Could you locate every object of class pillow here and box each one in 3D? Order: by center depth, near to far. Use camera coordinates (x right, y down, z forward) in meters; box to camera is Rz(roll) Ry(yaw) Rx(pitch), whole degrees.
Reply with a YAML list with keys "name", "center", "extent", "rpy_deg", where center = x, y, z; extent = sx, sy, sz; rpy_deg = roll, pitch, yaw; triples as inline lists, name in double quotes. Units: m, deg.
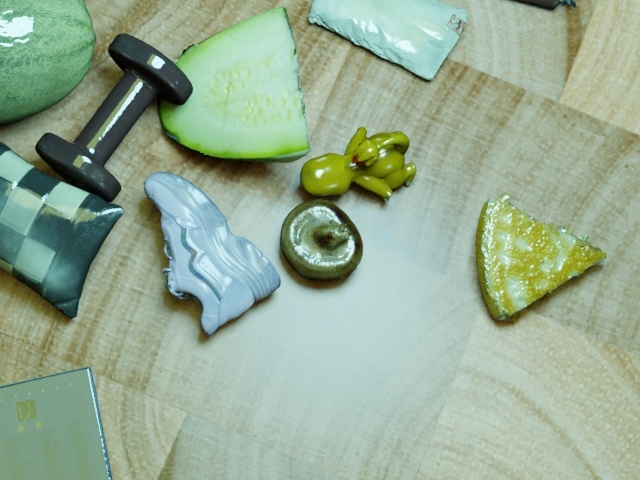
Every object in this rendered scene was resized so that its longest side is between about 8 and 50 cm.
- name: "pillow"
  center: [-0.415, -0.024, 1.755]
  extent: [0.250, 0.106, 0.186]
  rpy_deg: [30, 104, 4]
- name: "pillow"
  center: [0.105, -0.348, 1.932]
  extent: [0.229, 0.051, 0.128]
  rpy_deg: [26, 80, 5]

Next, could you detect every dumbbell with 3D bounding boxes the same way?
- name: "dumbbell"
  center: [-0.297, -0.176, 1.794]
  extent: [0.140, 0.124, 0.225]
  rpy_deg: [29, 78, 25]

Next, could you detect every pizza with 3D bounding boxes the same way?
- name: "pizza"
  center: [0.322, 0.025, 1.832]
  extent: [0.199, 0.062, 0.188]
  rpy_deg: [1, 85, -10]

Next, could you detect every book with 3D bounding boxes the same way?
- name: "book"
  center: [-0.384, 0.323, 1.704]
  extent: [0.191, 0.025, 0.269]
  rpy_deg: [-12, 74, -9]

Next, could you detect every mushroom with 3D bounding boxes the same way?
- name: "mushroom"
  center: [0.003, 0.000, 1.802]
  extent: [0.109, 0.085, 0.126]
  rpy_deg: [-31, 77, 23]

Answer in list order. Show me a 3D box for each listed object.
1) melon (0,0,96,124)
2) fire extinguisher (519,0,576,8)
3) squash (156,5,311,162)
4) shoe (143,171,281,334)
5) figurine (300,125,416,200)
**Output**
- name: "melon"
  center: [-0.486, -0.281, 1.766]
  extent: [0.329, 0.248, 0.249]
  rpy_deg: [-8, 74, -9]
- name: "fire extinguisher"
  center: [0.326, -0.398, 1.968]
  extent: [0.158, 0.043, 0.064]
  rpy_deg: [14, 30, 0]
- name: "squash"
  center: [-0.134, -0.205, 1.819]
  extent: [0.155, 0.204, 0.237]
  rpy_deg: [3, 68, -25]
- name: "shoe"
  center: [-0.183, 0.017, 1.777]
  extent: [0.245, 0.095, 0.137]
  rpy_deg: [46, 73, 3]
- name: "figurine"
  center: [0.055, -0.113, 1.819]
  extent: [0.176, 0.122, 0.121]
  rpy_deg: [-19, 78, -11]
